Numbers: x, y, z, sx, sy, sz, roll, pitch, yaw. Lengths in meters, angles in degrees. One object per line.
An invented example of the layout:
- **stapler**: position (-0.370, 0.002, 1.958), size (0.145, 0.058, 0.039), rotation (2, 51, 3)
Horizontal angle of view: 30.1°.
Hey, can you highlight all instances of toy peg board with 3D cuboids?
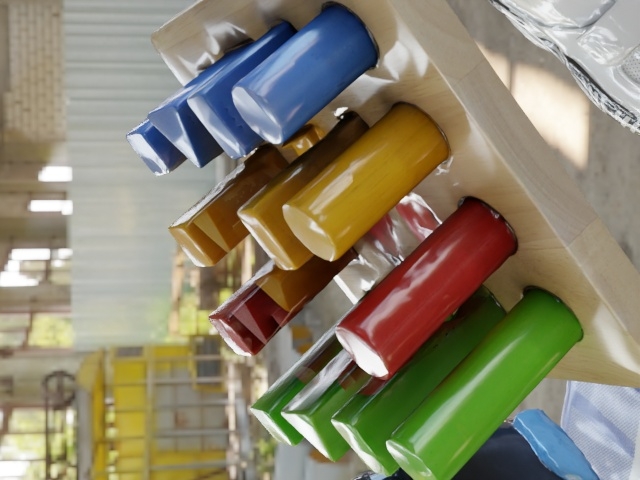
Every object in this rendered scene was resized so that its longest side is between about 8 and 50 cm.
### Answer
- **toy peg board**: position (0.000, 0.000, 0.376), size (0.160, 0.079, 0.161), rotation (52, 159, -14)

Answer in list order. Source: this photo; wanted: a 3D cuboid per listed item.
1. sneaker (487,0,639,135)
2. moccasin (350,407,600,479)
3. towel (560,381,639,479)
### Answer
- **sneaker**: position (0.188, -0.198, 0.830), size (0.366, 0.137, 0.210), rotation (43, -173, 26)
- **moccasin**: position (0.034, 0.225, 0.542), size (0.138, 0.117, 0.342), rotation (-136, 47, -61)
- **towel**: position (0.236, 0.183, 0.647), size (0.285, 0.034, 0.209), rotation (43, 149, 40)
